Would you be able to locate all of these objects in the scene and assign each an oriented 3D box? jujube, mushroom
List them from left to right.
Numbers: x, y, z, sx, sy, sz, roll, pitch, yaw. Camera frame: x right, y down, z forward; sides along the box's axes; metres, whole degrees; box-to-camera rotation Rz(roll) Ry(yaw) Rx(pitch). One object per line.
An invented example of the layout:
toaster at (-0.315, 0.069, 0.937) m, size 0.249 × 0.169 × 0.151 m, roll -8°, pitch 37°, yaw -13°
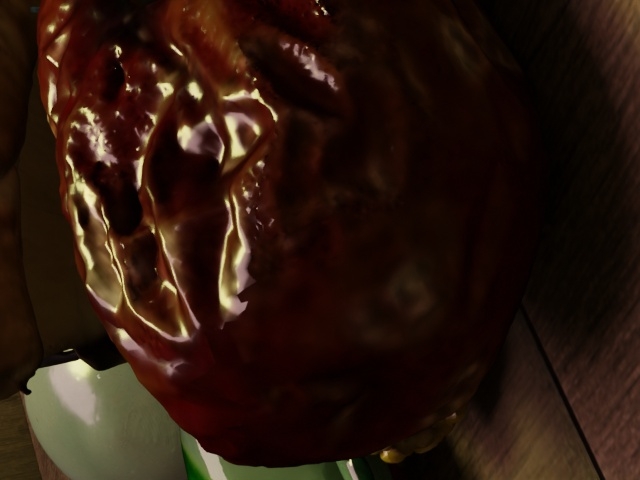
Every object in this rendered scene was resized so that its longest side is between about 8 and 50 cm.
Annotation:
mushroom at (-0.282, -0.080, 1.032) m, size 0.224 × 0.313 × 0.397 m, roll -12°, pitch 93°, yaw 26°
jujube at (-0.022, -0.058, 0.830) m, size 0.276 × 0.276 × 0.377 m, roll 106°, pitch 146°, yaw -49°

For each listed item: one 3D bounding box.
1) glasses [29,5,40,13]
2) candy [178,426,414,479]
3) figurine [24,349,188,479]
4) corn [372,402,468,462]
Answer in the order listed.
glasses at (-0.087, -0.216, 1.020) m, size 0.088 × 0.220 × 0.190 m, roll -128°, pitch 43°, yaw -73°
candy at (-0.035, 0.145, 1.085) m, size 0.263 × 0.172 × 0.398 m, roll 40°, pitch -150°, yaw -72°
figurine at (-0.194, 0.143, 1.484) m, size 0.224 × 0.205 × 0.382 m, roll 47°, pitch 174°, yaw -12°
corn at (0.000, 0.000, 1.024) m, size 0.120 × 0.120 × 0.363 m, roll 101°, pitch 152°, yaw -44°
